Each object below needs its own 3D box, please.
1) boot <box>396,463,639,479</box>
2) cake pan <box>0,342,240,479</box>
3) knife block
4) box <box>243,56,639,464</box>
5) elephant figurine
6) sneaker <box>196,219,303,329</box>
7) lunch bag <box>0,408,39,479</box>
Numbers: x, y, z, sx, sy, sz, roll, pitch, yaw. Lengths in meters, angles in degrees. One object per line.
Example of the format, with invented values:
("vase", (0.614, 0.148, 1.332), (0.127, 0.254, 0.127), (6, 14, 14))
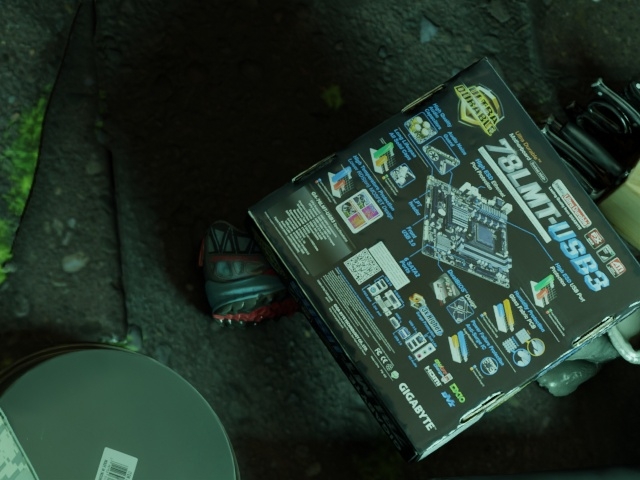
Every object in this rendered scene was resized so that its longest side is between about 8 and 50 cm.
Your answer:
("boot", (0.254, 0.235, 1.920), (0.445, 0.146, 0.367), (-4, 98, -21))
("cake pan", (-0.206, 0.230, 1.851), (0.293, 0.054, 0.293), (8, 67, -19))
("knife block", (0.361, -0.042, 2.161), (0.242, 0.088, 0.276), (-3, 71, -22))
("box", (0.125, 0.016, 1.913), (0.293, 0.073, 0.295), (-34, 81, -14))
("elephant figurine", (0.282, 0.082, 2.055), (0.239, 0.169, 0.186), (29, 90, -26))
("sneaker", (0.000, 0.000, 1.995), (0.262, 0.104, 0.125), (-12, 72, -25))
("lunch bag", (-0.403, 0.214, 1.614), (0.256, 0.212, 0.305), (-60, 141, -42))
